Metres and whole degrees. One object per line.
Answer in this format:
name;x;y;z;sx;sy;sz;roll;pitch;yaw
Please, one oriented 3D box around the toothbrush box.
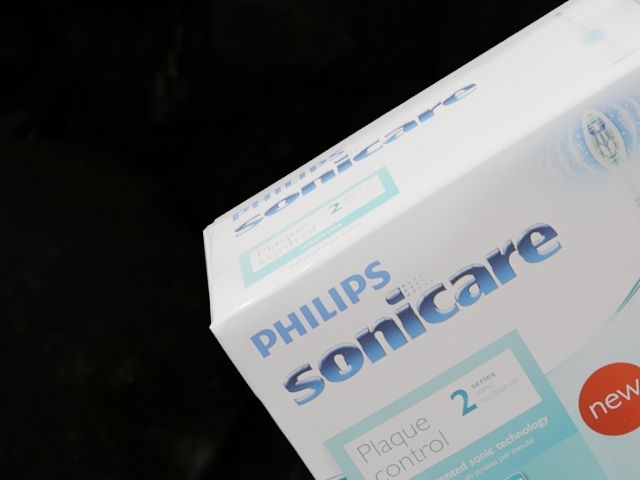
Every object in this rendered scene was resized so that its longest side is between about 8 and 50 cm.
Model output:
toothbrush box;0.116;0.072;0.653;0.216;0.296;0.126;-31;18;4
